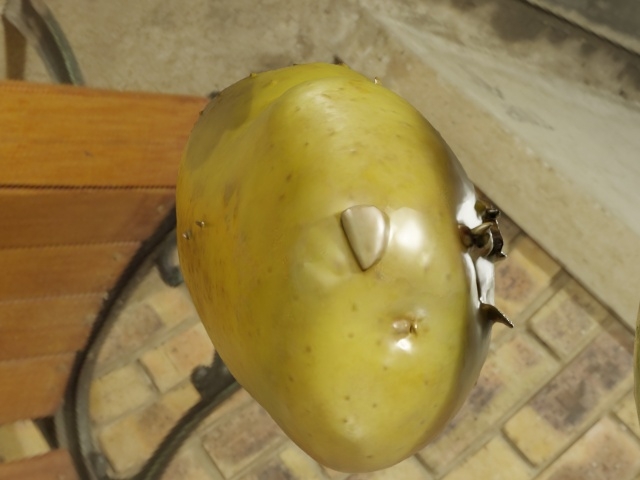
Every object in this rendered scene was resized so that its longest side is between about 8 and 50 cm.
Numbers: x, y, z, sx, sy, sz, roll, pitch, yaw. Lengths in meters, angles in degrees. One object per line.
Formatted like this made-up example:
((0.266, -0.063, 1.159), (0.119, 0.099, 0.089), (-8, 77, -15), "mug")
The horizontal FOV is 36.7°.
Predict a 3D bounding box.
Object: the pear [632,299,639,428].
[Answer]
((0.286, -0.013, 0.365), (0.342, 0.238, 0.318), (-54, 160, 26), "pear")

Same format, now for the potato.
((0.000, 0.000, 0.482), (0.140, 0.300, 0.173), (-16, 109, -10), "potato")
